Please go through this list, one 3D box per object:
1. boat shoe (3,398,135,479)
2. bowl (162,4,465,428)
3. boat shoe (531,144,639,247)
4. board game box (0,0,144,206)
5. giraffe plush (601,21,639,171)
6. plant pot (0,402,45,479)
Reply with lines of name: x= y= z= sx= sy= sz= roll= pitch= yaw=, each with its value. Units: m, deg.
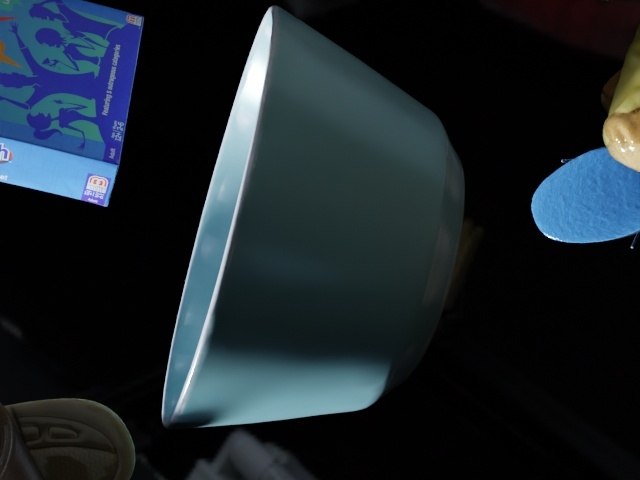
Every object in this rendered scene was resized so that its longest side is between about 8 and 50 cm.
boat shoe: x=-0.269 y=0.203 z=0.936 sx=0.302 sy=0.098 sz=0.109 roll=-29 pitch=-100 yaw=0
bowl: x=0.000 y=0.000 z=0.945 sx=0.163 sy=0.312 sz=0.312 roll=13 pitch=-147 yaw=-9
boat shoe: x=0.331 y=-0.059 z=1.241 sx=0.258 sy=0.109 sz=0.089 roll=-19 pitch=175 yaw=32
board game box: x=-0.236 y=-0.117 z=0.897 sx=0.210 sy=0.047 sz=0.160 roll=12 pitch=-133 yaw=-13
giraffe plush: x=0.219 y=-0.164 z=0.769 sx=0.210 sy=0.170 sz=0.181 roll=-46 pitch=-163 yaw=-3
plant pot: x=-0.194 y=0.171 z=0.667 sx=0.166 sy=0.165 sz=0.167 roll=-7 pitch=-145 yaw=5
